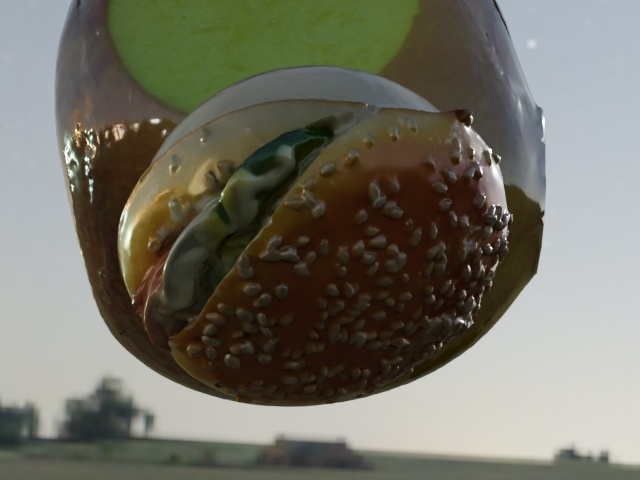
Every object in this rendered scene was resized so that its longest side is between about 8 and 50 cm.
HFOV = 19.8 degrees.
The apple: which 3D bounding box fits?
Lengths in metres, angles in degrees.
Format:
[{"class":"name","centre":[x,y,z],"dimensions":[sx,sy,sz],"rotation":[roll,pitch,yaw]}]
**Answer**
[{"class":"apple","centre":[-0.010,-0.072,1.339],"dimensions":[0.374,0.384,0.374],"rotation":[-5,-6,-1]}]

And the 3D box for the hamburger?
[{"class":"hamburger","centre":[-0.001,0.003,1.049],"dimensions":[0.237,0.147,0.237],"rotation":[-8,-46,-9]}]
